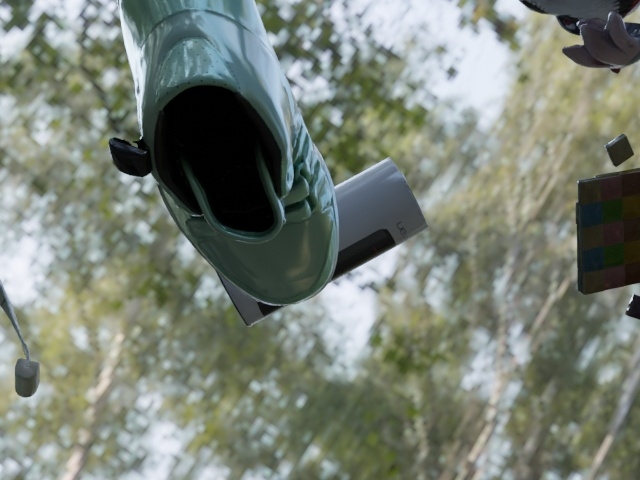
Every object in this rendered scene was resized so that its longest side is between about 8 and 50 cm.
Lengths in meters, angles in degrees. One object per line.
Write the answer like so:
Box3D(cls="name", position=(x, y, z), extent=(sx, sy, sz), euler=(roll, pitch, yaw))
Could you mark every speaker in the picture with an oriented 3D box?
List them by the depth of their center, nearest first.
Box3D(cls="speaker", position=(0.000, 0.000, 1.134), extent=(0.055, 0.136, 0.055), euler=(62, -1, 1))

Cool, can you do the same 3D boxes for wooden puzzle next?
Box3D(cls="wooden puzzle", position=(0.130, -0.005, 0.736), extent=(0.006, 0.049, 0.083), euler=(-146, -132, -63))

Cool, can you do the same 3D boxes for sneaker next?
Box3D(cls="sneaker", position=(-0.046, -0.021, 0.910), extent=(0.094, 0.151, 0.256), euler=(-16, -47, 5))

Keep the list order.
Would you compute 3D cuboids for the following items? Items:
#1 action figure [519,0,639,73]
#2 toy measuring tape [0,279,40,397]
Box3D(cls="action figure", position=(0.172, -0.238, 0.936), extent=(0.248, 0.275, 0.370), euler=(48, -15, 26))
Box3D(cls="toy measuring tape", position=(-0.364, 0.017, 1.646), extent=(0.121, 0.121, 0.330), euler=(94, -27, -55))
